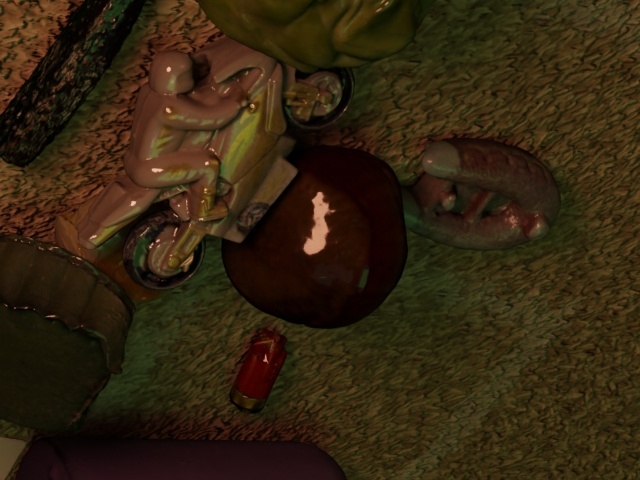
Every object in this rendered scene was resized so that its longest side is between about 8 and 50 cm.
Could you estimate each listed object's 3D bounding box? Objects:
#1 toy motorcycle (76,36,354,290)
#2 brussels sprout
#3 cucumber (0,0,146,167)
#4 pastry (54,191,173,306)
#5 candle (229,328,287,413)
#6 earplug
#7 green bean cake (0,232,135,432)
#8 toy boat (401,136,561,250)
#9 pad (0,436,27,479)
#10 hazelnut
[{"bbox_3d":[-0.126,-0.105,1.989,0.340,0.108,0.223,-49,126,3],"label":"toy motorcycle"},{"bbox_3d":[0.014,-0.314,1.753,0.328,0.247,0.328,-24,152,-14],"label":"brussels sprout"},{"bbox_3d":[-0.247,-0.195,1.900,0.067,0.067,0.293,18,124,-38],"label":"cucumber"},{"bbox_3d":[-0.225,0.006,2.111,0.166,0.088,0.166,-12,135,-12],"label":"pastry"},{"bbox_3d":[-0.077,0.165,2.381,0.052,0.052,0.130,1,133,-26],"label":"candle"},{"bbox_3d":[-0.166,0.360,2.444,0.456,0.215,0.215,1,134,-31],"label":"earplug"},{"bbox_3d":[-0.330,0.106,2.080,0.223,0.125,0.227,23,140,-6],"label":"green bean cake"},{"bbox_3d":[0.201,-0.044,2.259,0.227,0.085,0.155,10,128,-33],"label":"toy boat"},{"bbox_3d":[-0.508,0.295,2.353,0.232,0.004,0.156,11,129,-34],"label":"pad"},{"bbox_3d":[0.000,0.000,2.138,0.229,0.229,0.229,-13,139,-12],"label":"hazelnut"}]
